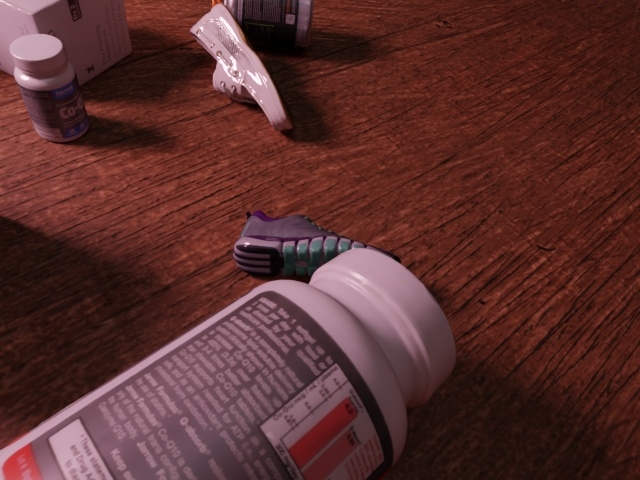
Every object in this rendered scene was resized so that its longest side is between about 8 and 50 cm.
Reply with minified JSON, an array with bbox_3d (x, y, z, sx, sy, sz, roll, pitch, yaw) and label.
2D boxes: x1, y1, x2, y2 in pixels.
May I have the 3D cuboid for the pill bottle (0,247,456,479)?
[{"bbox_3d":[-0.057,0.164,0.416,0.362,0.210,0.210,-32,65,-30],"label":"pill bottle"}]

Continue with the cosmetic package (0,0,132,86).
[{"bbox_3d":[-0.440,-0.365,0.778,0.151,0.151,0.184,26,53,8],"label":"cosmetic package"}]

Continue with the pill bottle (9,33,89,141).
[{"bbox_3d":[-0.391,-0.219,0.685,0.078,0.137,0.078,6,53,-7],"label":"pill bottle"}]

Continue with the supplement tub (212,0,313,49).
[{"bbox_3d":[-0.114,-0.447,0.929,0.190,0.117,0.117,3,53,-10],"label":"supplement tub"}]

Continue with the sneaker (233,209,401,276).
[{"bbox_3d":[0.000,0.000,0.637,0.223,0.083,0.098,9,47,-4],"label":"sneaker"}]

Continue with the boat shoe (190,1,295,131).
[{"bbox_3d":[-0.141,-0.286,0.826,0.096,0.098,0.277,-33,71,2],"label":"boat shoe"}]
